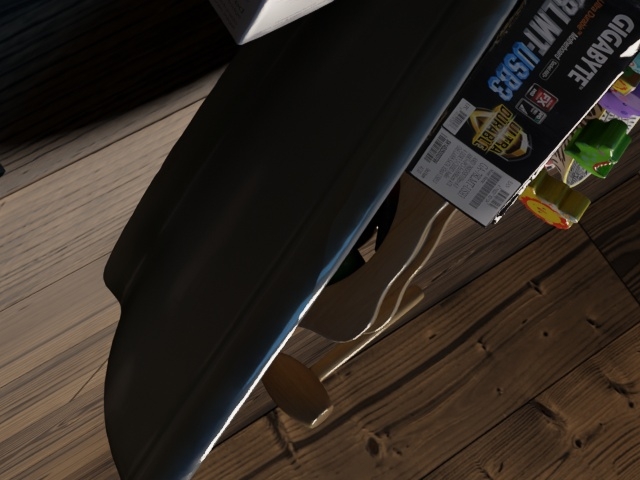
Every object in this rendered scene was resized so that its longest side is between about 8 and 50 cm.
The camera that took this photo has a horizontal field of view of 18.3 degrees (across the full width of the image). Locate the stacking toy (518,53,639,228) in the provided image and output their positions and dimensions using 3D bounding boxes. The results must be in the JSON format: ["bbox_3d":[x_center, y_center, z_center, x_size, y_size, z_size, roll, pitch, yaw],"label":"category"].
[{"bbox_3d":[0.196,-0.097,1.198,0.167,0.052,0.221,-56,-179,-10],"label":"stacking toy"}]

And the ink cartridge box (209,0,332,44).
[{"bbox_3d":[-0.018,-0.140,0.706,0.052,0.088,0.122,-29,170,-27],"label":"ink cartridge box"}]

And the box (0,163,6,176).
[{"bbox_3d":[-0.220,0.005,0.932,0.137,0.027,0.094,-41,170,33],"label":"box"}]

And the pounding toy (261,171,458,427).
[{"bbox_3d":[0.008,-0.007,1.516,0.269,0.154,0.155,-57,168,12],"label":"pounding toy"}]

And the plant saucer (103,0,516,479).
[{"bbox_3d":[-0.017,-0.038,1.054,0.400,0.100,0.400,-56,179,-1],"label":"plant saucer"}]

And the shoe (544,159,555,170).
[{"bbox_3d":[0.190,-0.095,1.962,0.063,0.081,0.178,-39,172,21],"label":"shoe"}]

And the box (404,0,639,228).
[{"bbox_3d":[0.180,-0.178,1.100,0.295,0.073,0.293,-55,-179,-23],"label":"box"}]

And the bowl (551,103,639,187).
[{"bbox_3d":[0.261,-0.141,1.933,0.170,0.080,0.170,-47,164,-18],"label":"bowl"}]
